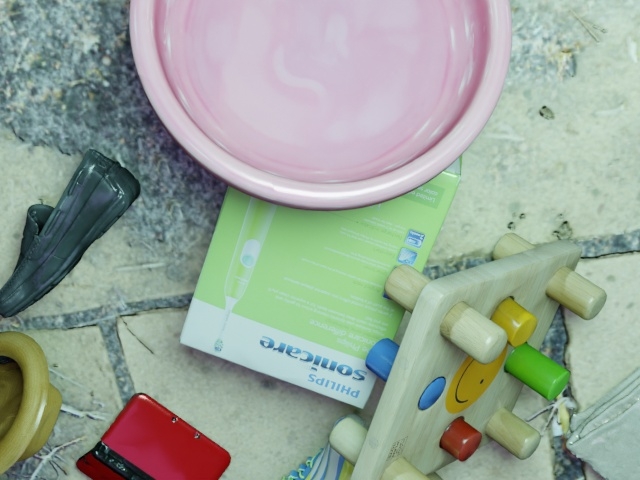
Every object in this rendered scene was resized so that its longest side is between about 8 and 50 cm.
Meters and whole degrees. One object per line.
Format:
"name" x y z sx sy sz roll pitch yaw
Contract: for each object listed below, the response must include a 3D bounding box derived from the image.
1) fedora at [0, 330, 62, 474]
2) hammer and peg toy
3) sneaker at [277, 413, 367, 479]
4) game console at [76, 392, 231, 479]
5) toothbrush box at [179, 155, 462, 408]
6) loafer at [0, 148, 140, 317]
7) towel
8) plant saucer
"fedora" -0.361 0.200 1.297 0.194 0.194 0.079 -35 143 21
"hammer and peg toy" 0.128 0.176 1.135 0.127 0.266 0.361 36 120 32
"sneaker" -0.017 0.298 1.308 0.126 0.091 0.240 10 117 4
"game console" -0.203 0.268 1.362 0.144 0.085 0.124 38 146 -10
"toothbrush box" 0.000 0.000 1.146 0.206 0.122 0.283 19 115 -1
"loafer" -0.286 -0.006 1.213 0.078 0.076 0.223 43 109 -7
"towel" 0.426 0.244 1.244 0.282 0.049 0.187 40 115 -12
"plant saucer" 0.000 -0.183 1.006 0.332 0.084 0.332 1 79 -5
